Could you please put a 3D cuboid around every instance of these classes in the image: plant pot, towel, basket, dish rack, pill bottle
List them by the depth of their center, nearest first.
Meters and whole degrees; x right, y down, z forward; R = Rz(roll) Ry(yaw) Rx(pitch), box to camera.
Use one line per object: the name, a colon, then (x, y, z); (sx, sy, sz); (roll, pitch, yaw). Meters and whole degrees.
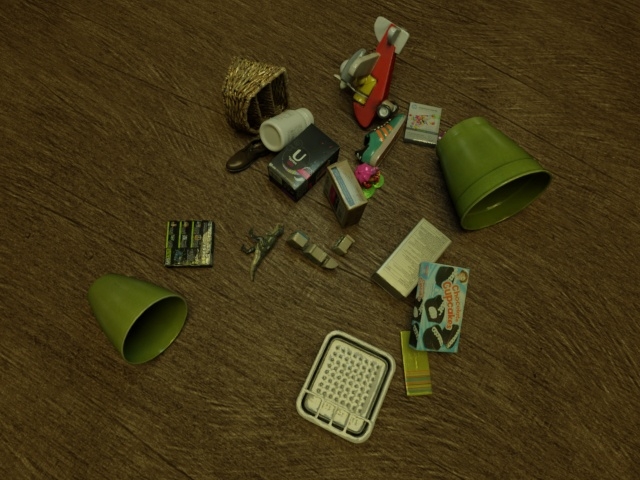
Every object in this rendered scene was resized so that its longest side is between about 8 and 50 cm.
plant pot: (-0.687, 0.244, 1.522); (0.294, 0.275, 0.274); (29, 75, 22)
dish rack: (0.095, 0.528, 1.549); (0.286, 0.072, 0.332); (24, 75, 6)
towel: (0.362, 0.464, 1.606); (0.102, 0.021, 0.237); (-1, 73, -8)
plant pot: (0.645, -0.286, 1.686); (0.367, 0.366, 0.353); (-19, 63, -7)
basket: (-0.258, -0.560, 1.726); (0.223, 0.299, 0.213); (14, 74, 2)
pill bottle: (-0.134, -0.470, 1.760); (0.131, 0.131, 0.229); (41, 49, 9)

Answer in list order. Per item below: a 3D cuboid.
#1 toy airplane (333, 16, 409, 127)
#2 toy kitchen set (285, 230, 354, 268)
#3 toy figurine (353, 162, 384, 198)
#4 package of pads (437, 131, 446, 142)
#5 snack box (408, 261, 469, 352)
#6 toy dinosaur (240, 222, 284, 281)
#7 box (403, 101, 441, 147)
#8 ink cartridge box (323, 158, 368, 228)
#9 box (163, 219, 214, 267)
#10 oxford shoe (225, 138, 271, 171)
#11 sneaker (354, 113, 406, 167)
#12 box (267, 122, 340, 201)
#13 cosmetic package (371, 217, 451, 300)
toy airplane: (0.209, -0.720, 1.754); (0.273, 0.386, 0.384); (18, 76, 19)
toy kitchen set: (0.000, 0.000, 1.692); (0.207, 0.122, 0.166); (40, 75, -12)
toy figurine: (0.194, -0.260, 1.732); (0.173, 0.159, 0.130); (-20, 76, -8)
package of pads: (0.560, -0.436, 1.862); (0.050, 0.032, 0.083); (-41, 80, -15)
snack box: (0.445, 0.250, 1.578); (0.187, 0.060, 0.321); (10, 88, -22)
toy dinosaur: (-0.248, 0.021, 1.688); (0.118, 0.064, 0.268); (30, 78, -1)
box: (0.454, -0.514, 1.877); (0.145, 0.038, 0.186); (12, 73, 1)
ink cartridge box: (0.093, -0.176, 1.664); (0.088, 0.234, 0.193); (-24, 76, -9)
box: (-0.522, 0.014, 1.687); (0.184, 0.045, 0.190); (-2, 75, 0)
oxford shoe: (-0.305, -0.372, 1.779); (0.227, 0.096, 0.082); (-37, 80, -10)
sneaker: (0.261, -0.449, 1.815); (0.121, 0.108, 0.302); (31, 69, 13)
box: (-0.069, -0.320, 1.747); (0.165, 0.143, 0.270); (41, 76, 8)
cosmetic package: (0.353, 0.076, 1.658); (0.153, 0.129, 0.296); (42, 76, 7)
